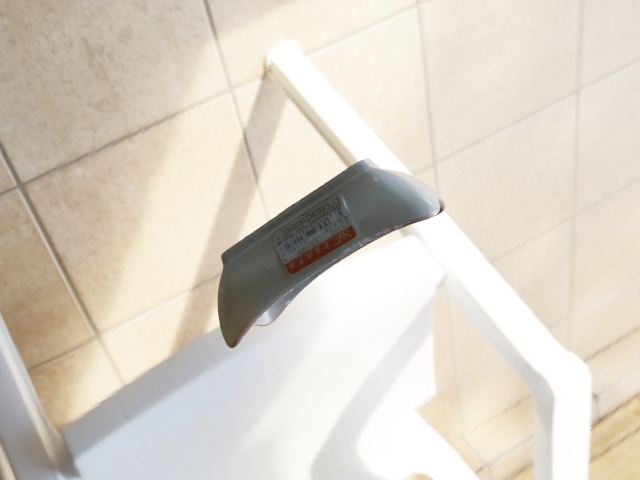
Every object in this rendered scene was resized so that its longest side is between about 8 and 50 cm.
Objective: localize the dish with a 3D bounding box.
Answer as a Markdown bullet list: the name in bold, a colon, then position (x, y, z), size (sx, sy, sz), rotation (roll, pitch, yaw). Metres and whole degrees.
- **dish**: position (0.000, 0.000, 0.814), size (0.212, 0.077, 0.151), rotation (-33, 177, 10)
